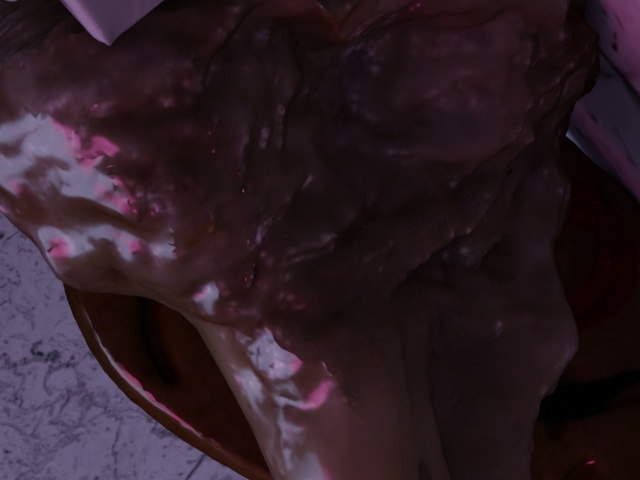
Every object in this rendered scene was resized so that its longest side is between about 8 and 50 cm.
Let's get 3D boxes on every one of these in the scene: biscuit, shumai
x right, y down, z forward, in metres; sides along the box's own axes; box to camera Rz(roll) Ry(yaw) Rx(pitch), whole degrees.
[{"bbox_3d":[0.044,0.002,0.879,0.367,0.314,0.063,26,155,-9],"label":"biscuit"},{"bbox_3d":[0.000,0.003,0.745,0.217,0.346,0.283,5,106,41],"label":"shumai"}]

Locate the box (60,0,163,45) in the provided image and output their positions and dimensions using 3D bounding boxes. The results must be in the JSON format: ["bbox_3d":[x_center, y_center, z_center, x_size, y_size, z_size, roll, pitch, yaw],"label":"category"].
[{"bbox_3d":[-0.086,-0.243,0.512,0.106,0.200,0.299,46,173,47],"label":"box"}]
